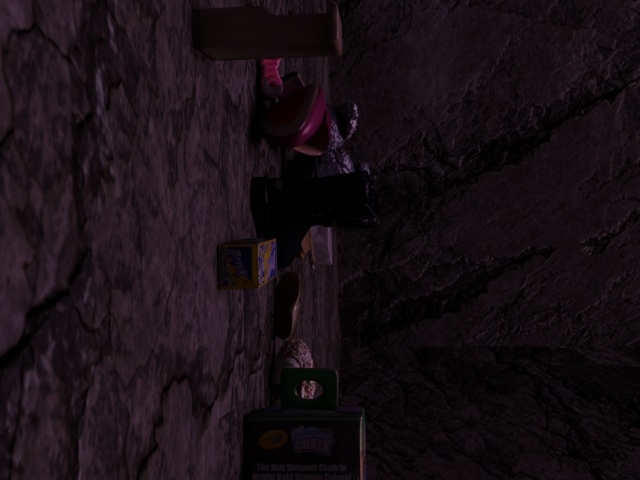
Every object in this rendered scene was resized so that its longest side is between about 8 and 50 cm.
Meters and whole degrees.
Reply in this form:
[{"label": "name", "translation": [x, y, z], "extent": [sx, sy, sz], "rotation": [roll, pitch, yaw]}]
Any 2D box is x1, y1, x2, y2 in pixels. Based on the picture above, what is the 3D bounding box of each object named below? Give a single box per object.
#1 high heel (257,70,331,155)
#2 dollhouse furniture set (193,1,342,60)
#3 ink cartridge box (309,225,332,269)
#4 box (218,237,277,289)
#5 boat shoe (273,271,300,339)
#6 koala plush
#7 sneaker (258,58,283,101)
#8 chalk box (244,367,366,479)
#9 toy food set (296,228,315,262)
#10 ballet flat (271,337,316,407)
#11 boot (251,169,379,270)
[{"label": "high heel", "translation": [-0.017, -0.193, 1.307], "extent": [0.181, 0.127, 0.377], "rotation": [60, 13, -22]}, {"label": "dollhouse furniture set", "translation": [-0.060, -0.340, 0.824], "extent": [0.212, 0.160, 0.242], "rotation": [-54, 143, -83]}, {"label": "ink cartridge box", "translation": [0.000, 0.000, 2.178], "extent": [0.198, 0.067, 0.115], "rotation": [81, 8, -63]}, {"label": "box", "translation": [-0.096, 0.029, 0.974], "extent": [0.169, 0.054, 0.059], "rotation": [-36, 125, -86]}, {"label": "boat shoe", "translation": [-0.068, 0.129, 1.406], "extent": [0.045, 0.050, 0.135], "rotation": [86, 14, -73]}, {"label": "koala plush", "translation": [0.006, -0.199, 1.569], "extent": [0.203, 0.196, 0.221], "rotation": [-51, 144, -68]}, {"label": "sneaker", "translation": [-0.092, -0.299, 1.254], "extent": [0.057, 0.047, 0.119], "rotation": [140, -46, -70]}, {"label": "chalk box", "translation": [-0.018, 0.346, 1.115], "extent": [0.179, 0.180, 0.289], "rotation": [66, 25, -79]}, {"label": "toy food set", "translation": [-0.054, -0.022, 1.736], "extent": [0.192, 0.038, 0.133], "rotation": [62, 20, -69]}, {"label": "ballet flat", "translation": [-0.056, 0.287, 1.312], "extent": [0.077, 0.091, 0.241], "rotation": [42, 39, -53]}, {"label": "boot", "translation": [-0.002, -0.028, 1.233], "extent": [0.246, 0.207, 0.094], "rotation": [84, 7, -56]}]
